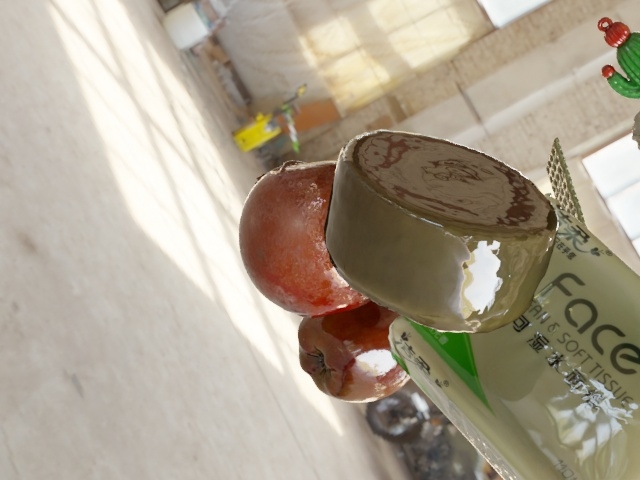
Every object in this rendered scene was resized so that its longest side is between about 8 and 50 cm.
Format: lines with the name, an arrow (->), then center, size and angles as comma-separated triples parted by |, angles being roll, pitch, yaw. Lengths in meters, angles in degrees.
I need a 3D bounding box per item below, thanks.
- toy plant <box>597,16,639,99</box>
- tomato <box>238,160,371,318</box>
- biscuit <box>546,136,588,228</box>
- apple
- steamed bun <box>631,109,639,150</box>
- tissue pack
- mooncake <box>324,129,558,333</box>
toy plant -> 0.682, -0.371, 2.049 | 0.088, 0.240, 0.154 | -64, 170, -54
tomato -> 0.000, 0.000, 1.518 | 0.265, 0.265, 0.265 | 60, 7, -12
biscuit -> 0.474, -0.069, 1.851 | 0.139, 0.016, 0.231 | 76, 2, -68
apple -> 0.071, 0.175, 1.690 | 0.234, 0.234, 0.234 | 60, 7, -12
steamed bun -> 0.784, -0.252, 2.151 | 0.106, 0.183, 0.183 | 44, 13, -23
tissue pack -> 0.346, 0.188, 1.392 | 0.405, 0.332, 0.205 | 48, -10, 25
mooncake -> 0.142, -0.012, 1.189 | 0.284, 0.284, 0.155 | -107, -150, -61
